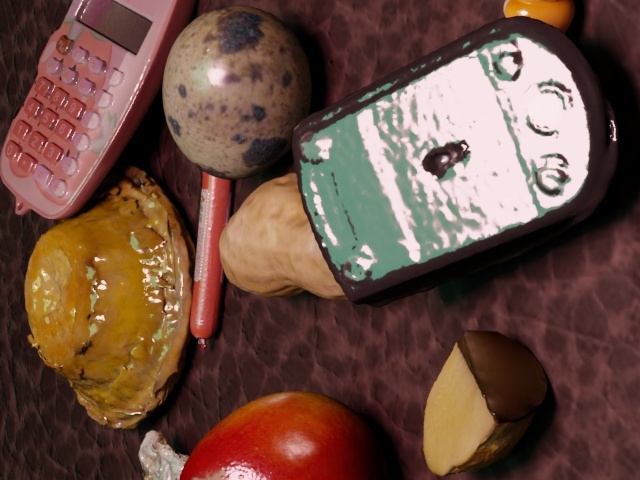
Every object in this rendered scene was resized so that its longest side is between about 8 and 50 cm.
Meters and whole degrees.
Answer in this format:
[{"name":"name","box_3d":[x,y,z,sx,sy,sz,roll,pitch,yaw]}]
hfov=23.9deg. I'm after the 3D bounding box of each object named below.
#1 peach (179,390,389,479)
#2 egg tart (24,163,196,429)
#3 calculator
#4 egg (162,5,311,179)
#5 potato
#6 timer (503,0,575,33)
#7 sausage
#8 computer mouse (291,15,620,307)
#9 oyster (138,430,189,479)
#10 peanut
[{"name":"peach","box_3d":[-0.036,0.222,1.310,0.197,0.197,0.197,-3,87,53]},{"name":"egg tart","box_3d":[-0.243,0.062,1.655,0.295,0.116,0.295,-2,87,55]},{"name":"calculator","box_3d":[-0.252,-0.171,1.665,0.220,0.048,0.330,34,96,47]},{"name":"egg","box_3d":[-0.079,-0.135,1.427,0.141,0.141,0.182,55,148,38]},{"name":"potato","box_3d":[0.128,0.139,1.205,0.096,0.066,0.103,-102,32,-40]},{"name":"timer","box_3d":[0.166,-0.215,1.144,0.132,0.132,0.152,39,141,46]},{"name":"sausage","box_3d":[-0.110,-0.013,1.547,0.034,0.034,0.253,11,97,52]},{"name":"computer mouse","box_3d":[0.112,-0.062,1.178,0.269,0.100,0.170,-22,79,28]},{"name":"oyster","box_3d":[-0.139,0.284,1.555,0.177,0.064,0.125,40,116,44]},{"name":"peanut","box_3d":[0.000,0.000,1.348,0.263,0.101,0.117,4,111,52]}]
